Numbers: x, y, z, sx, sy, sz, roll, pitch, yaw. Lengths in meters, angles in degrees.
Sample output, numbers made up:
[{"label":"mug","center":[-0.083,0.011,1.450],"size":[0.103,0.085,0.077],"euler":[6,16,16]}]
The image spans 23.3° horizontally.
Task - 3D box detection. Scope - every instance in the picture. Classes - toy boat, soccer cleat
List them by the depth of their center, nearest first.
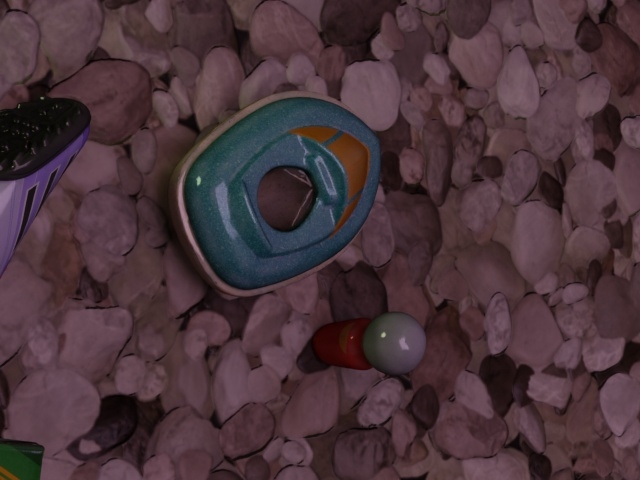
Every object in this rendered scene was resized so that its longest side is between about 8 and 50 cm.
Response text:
[{"label":"soccer cleat","center":[-0.318,-0.008,1.419],"size":[0.318,0.109,0.116],"euler":[-50,136,-30]},{"label":"toy boat","center":[0.000,0.000,1.617],"size":[0.267,0.148,0.318],"euler":[-37,108,-33]}]

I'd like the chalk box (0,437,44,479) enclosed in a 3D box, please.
[{"label":"chalk box","center":[-0.403,0.241,1.279],"size":[0.289,0.180,0.179],"euler":[10,81,-35]}]
